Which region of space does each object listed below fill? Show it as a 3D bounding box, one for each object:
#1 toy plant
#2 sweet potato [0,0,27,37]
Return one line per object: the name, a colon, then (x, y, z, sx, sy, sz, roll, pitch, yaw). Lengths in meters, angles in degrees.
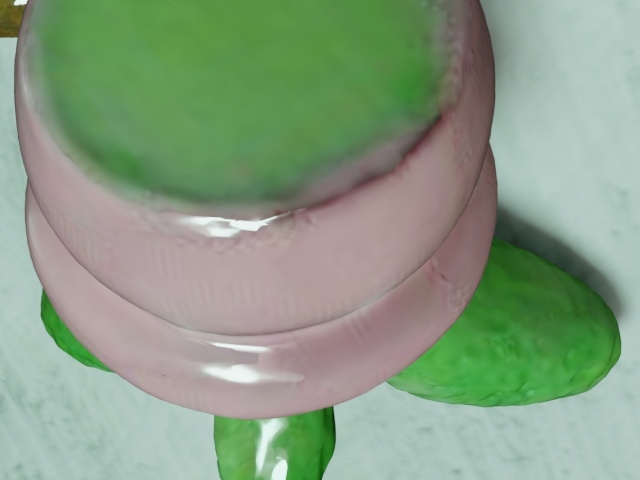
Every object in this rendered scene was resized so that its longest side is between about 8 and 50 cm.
toy plant: (0.000, -0.006, 0.763, 0.317, 0.211, 0.356, 3, 149, 3)
sweet potato: (-0.195, -0.142, 0.773, 0.291, 0.097, 0.097, 10, 129, -9)
